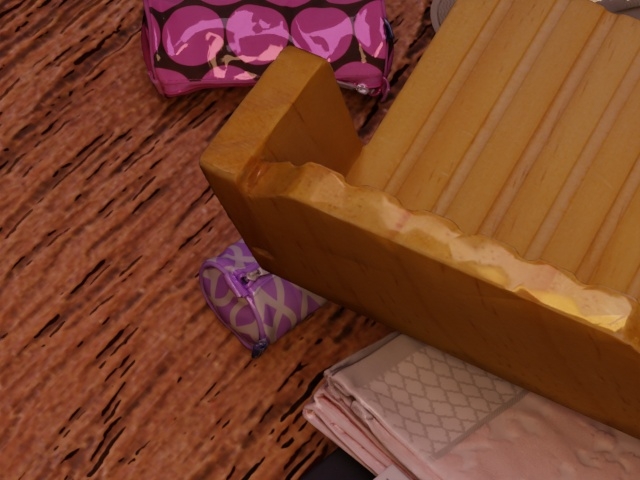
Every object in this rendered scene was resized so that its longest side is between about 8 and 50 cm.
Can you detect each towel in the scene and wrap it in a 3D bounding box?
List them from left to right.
[{"bbox_3d":[0.202,0.138,1.363,0.317,0.053,0.332,38,39,21],"label":"towel"}]

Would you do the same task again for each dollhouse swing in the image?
[{"bbox_3d":[0.165,-0.066,1.281,0.347,0.315,0.305,24,77,16],"label":"dollhouse swing"}]

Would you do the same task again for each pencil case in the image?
[{"bbox_3d":[-0.044,-0.159,1.606,0.209,0.095,0.098,-2,72,-1],"label":"pencil case"},{"bbox_3d":[0.000,0.000,1.500,0.206,0.088,0.086,-37,67,-24],"label":"pencil case"}]

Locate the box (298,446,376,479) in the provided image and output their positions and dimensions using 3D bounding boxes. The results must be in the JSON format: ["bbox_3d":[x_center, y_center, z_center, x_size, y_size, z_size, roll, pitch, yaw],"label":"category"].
[{"bbox_3d":[0.018,0.248,1.323,0.207,0.108,0.153,-36,64,-23],"label":"box"}]

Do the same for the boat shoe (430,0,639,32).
[{"bbox_3d":[0.211,-0.194,1.657,0.233,0.084,0.079,-1,18,5],"label":"boat shoe"}]

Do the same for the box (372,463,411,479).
[{"bbox_3d":[0.044,0.220,1.225,0.102,0.087,0.101,-38,66,-24],"label":"box"}]
